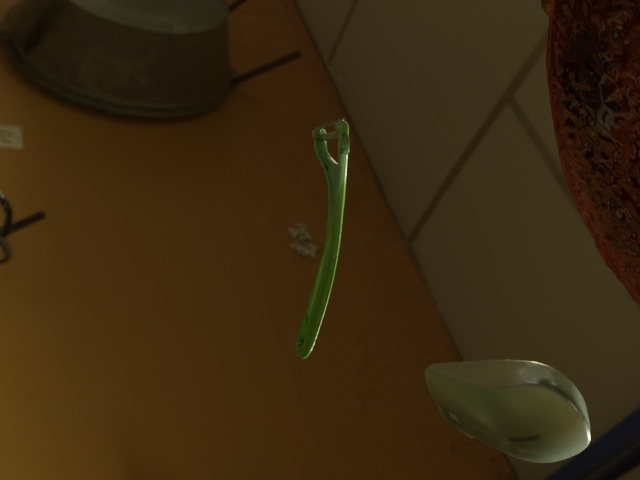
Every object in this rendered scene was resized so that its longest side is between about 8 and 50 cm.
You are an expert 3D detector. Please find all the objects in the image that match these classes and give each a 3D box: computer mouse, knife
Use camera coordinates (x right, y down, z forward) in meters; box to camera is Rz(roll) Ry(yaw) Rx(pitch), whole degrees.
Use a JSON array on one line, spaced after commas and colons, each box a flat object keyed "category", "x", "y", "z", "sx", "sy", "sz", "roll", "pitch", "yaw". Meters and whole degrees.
[{"category": "computer mouse", "x": 0.215, "y": 0.206, "z": 0.951, "sx": 0.231, "sy": 0.079, "sz": 0.128, "roll": -16, "pitch": -67, "yaw": 53}, {"category": "knife", "x": 0.003, "y": 0.000, "z": 0.545, "sx": 0.078, "sy": 0.023, "sz": 0.166, "roll": -166, "pitch": -98, "yaw": -80}]

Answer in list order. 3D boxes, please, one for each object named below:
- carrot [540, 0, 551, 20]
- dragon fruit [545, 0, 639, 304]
[{"category": "carrot", "x": 0.229, "y": -0.281, "z": 0.602, "sx": 0.059, "sy": 0.059, "sz": 0.247, "roll": 63, "pitch": -38, "yaw": 40}, {"category": "dragon fruit", "x": 0.200, "y": -0.064, "z": 0.377, "sx": 0.189, "sy": 0.163, "sz": 0.261, "roll": -13, "pitch": -80, "yaw": 51}]
